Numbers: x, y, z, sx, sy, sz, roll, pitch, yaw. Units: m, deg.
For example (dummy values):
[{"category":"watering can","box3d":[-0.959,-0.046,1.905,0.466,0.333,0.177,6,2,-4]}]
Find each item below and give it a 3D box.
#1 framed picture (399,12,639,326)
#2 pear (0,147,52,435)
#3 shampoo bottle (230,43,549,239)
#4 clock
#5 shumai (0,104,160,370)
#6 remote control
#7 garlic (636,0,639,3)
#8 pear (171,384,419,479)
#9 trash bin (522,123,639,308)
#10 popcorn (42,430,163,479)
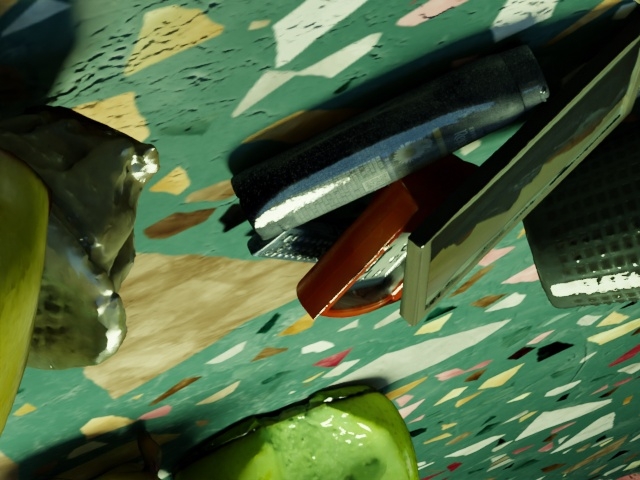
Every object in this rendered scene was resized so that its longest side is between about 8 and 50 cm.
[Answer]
[{"category":"framed picture","box3d":[0.159,-0.055,1.388,0.265,0.018,0.192,-43,165,-12]},{"category":"pear","box3d":[-0.310,0.093,0.919,0.340,0.191,0.386,22,142,-38]},{"category":"shampoo bottle","box3d":[0.051,-0.072,1.300,0.233,0.049,0.087,-26,164,3]},{"category":"clock","box3d":[0.055,-0.004,1.442,0.113,0.061,0.155,-11,149,-49]},{"category":"shumai","box3d":[-0.181,-0.024,1.052,0.120,0.201,0.201,-62,-173,-36]},{"category":"remote control","box3d":[0.000,0.001,1.485,0.043,0.027,0.152,-30,160,29]},{"category":"garlic","box3d":[0.288,-0.211,1.167,0.101,0.087,0.195,2,153,-30]},{"category":"pear","box3d":[-0.006,0.314,2.014,0.292,0.292,0.159,-20,171,-14]},{"category":"trash bin","box3d":[0.259,-0.014,1.568,0.161,0.175,0.175,-18,163,11]},{"category":"popcorn","box3d":[-0.172,0.367,1.834,0.281,0.316,0.297,-45,151,6]}]
